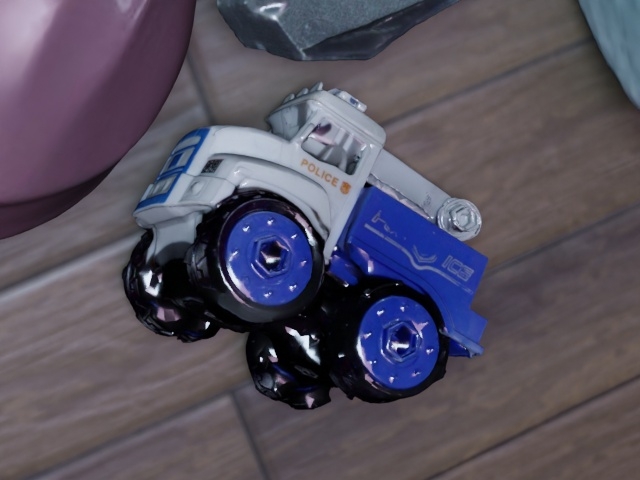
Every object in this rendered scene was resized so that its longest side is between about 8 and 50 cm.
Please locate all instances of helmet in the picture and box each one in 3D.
[{"bbox_3d":[-0.185,-0.154,0.809,0.271,0.197,0.338,17,98,-17],"label":"helmet"}]

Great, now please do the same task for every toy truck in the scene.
[{"bbox_3d":[0.000,0.000,0.932,0.213,0.161,0.177,32,72,-20],"label":"toy truck"}]

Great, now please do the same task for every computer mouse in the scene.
[{"bbox_3d":[0.030,-0.192,0.927,0.231,0.071,0.126,-33,124,-21],"label":"computer mouse"}]

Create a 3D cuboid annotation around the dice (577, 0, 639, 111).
[{"bbox_3d":[0.338,-0.231,0.872,0.328,0.330,0.348,-14,107,-12],"label":"dice"}]
